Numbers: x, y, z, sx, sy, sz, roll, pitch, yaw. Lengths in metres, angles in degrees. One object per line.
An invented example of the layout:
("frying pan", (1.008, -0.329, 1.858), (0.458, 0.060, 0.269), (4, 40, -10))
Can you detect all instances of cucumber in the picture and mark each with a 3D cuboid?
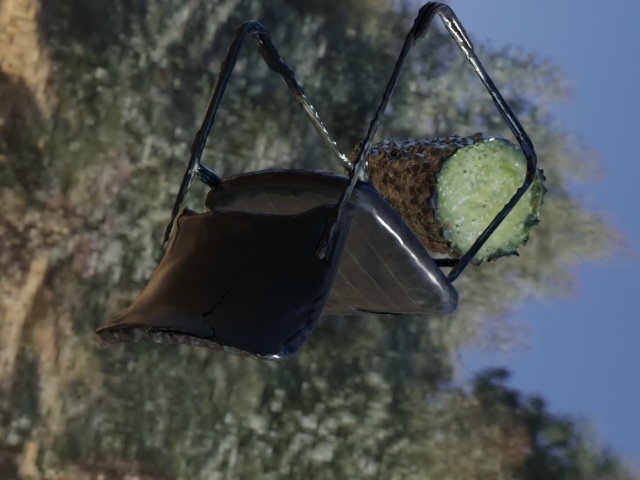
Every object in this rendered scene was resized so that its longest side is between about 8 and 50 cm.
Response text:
("cucumber", (0.079, -0.045, 1.127), (0.359, 0.096, 0.096), (-156, -100, -76))

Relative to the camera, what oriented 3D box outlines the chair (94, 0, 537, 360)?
("chair", (0.000, 0.000, 0.732), (0.140, 0.145, 0.221), (0, -129, 38))
